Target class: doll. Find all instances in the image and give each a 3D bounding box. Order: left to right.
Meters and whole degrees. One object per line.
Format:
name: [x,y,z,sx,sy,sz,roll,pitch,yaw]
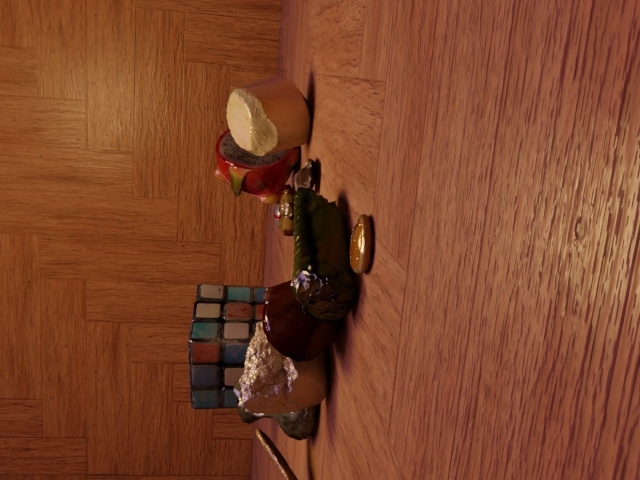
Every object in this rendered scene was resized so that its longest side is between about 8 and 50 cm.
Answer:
doll: [-0.130,-0.117,2.478,0.245,0.076,0.142,-94,14,-63]

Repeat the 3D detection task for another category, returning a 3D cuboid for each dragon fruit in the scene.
dragon fruit: [-0.218,-0.259,2.433,0.225,0.306,0.305,91,176,-47]

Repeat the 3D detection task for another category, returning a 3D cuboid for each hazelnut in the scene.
hazelnut: [-0.040,0.165,1.436,0.201,0.161,0.170,86,166,-80]

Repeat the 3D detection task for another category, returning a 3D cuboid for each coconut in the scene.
coconut: [-0.145,-0.388,2.131,0.239,0.244,0.239,39,139,43]

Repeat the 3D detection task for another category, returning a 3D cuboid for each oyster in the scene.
oyster: [-0.037,-0.176,1.916,0.177,0.056,0.105,-124,49,-75]

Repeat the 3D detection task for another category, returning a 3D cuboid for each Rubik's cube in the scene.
Rubik's cube: [-0.318,0.407,2.635,0.359,0.363,0.362,-97,14,-60]

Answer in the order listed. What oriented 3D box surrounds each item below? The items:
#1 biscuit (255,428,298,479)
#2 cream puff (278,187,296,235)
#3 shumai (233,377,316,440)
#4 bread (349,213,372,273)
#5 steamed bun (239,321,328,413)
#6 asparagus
biscuit: [-0.097,0.570,1.738,0.247,0.029,0.118,43,169,45]
cream puff: [-0.076,-0.082,2.056,0.149,0.084,0.149,180,90,-79]
shumai: [-0.115,0.398,1.764,0.272,0.204,0.222,111,161,-56]
bread: [0.070,0.007,1.204,0.110,0.024,0.110,-178,90,-82]
steamed bun: [-0.084,0.258,1.559,0.170,0.200,0.225,93,173,-51]
asparagus: [0.000,0.000,1.404,0.128,0.108,0.382,-45,29,28]
